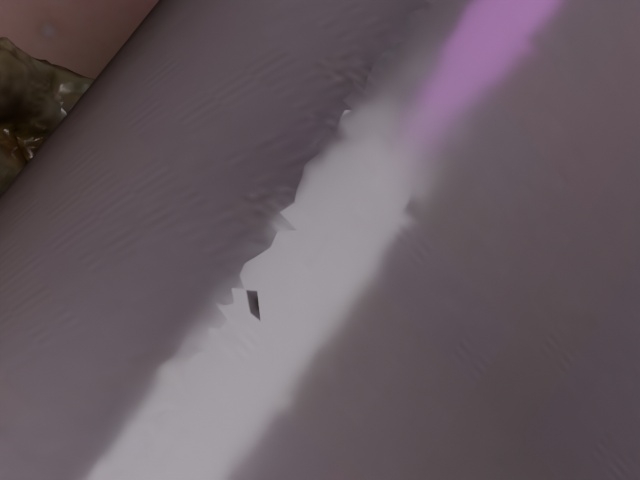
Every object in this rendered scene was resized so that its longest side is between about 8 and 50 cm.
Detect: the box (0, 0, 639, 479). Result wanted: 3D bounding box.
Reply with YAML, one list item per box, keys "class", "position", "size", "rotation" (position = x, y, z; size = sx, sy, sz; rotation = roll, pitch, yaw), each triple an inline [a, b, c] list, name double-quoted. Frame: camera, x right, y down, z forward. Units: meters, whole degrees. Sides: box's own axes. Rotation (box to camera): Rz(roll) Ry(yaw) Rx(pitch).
- class: "box"
  position: [0.036, 0.048, 0.412]
  size: [0.289, 0.141, 0.349]
  rotation: [41, 75, -23]

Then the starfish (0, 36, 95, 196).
- class: "starfish"
  position: [0.000, 0.000, 0.510]
  size: [0.324, 0.082, 0.432]
  rotation: [-15, 101, -21]
